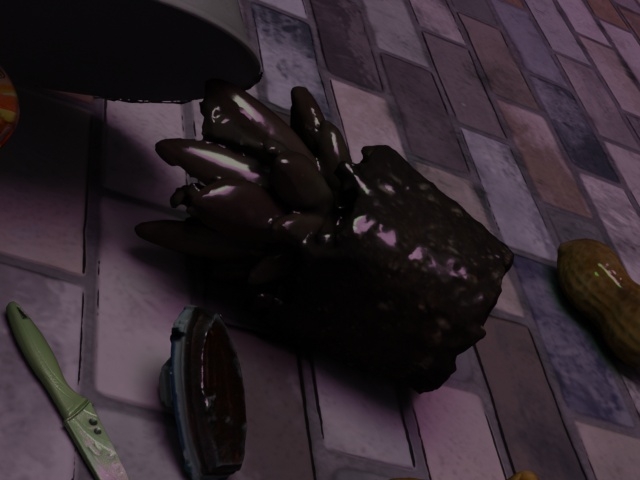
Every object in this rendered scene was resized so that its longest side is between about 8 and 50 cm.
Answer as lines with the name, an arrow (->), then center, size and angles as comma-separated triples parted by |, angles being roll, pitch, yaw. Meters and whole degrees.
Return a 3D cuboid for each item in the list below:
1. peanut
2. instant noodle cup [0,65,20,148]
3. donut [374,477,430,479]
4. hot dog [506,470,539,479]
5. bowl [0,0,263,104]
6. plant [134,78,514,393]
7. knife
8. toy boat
peanut -> 0.336, 0.067, 1.302 | 0.089, 0.089, 0.193 | 0, 44, -40
instant noodle cup -> -0.343, -0.069, 0.839 | 0.205, 0.153, 0.205 | 24, 31, -15
donut -> 0.059, 0.246, 0.694 | 0.226, 0.226, 0.114 | 21, 34, -18
hot dog -> 0.157, 0.273, 0.864 | 0.102, 0.076, 0.249 | 53, 19, -19
bowl -> -0.212, -0.239, 0.992 | 0.345, 0.345, 0.157 | 10, 81, -31
plant -> 0.000, 0.000, 1.016 | 0.321, 0.181, 0.194 | 30, 37, -1
knife -> -0.184, 0.121, 0.846 | 0.030, 0.014, 0.207 | -6, 49, -44
toy boat -> -0.095, 0.117, 0.882 | 0.059, 0.066, 0.140 | 12, 64, -47
